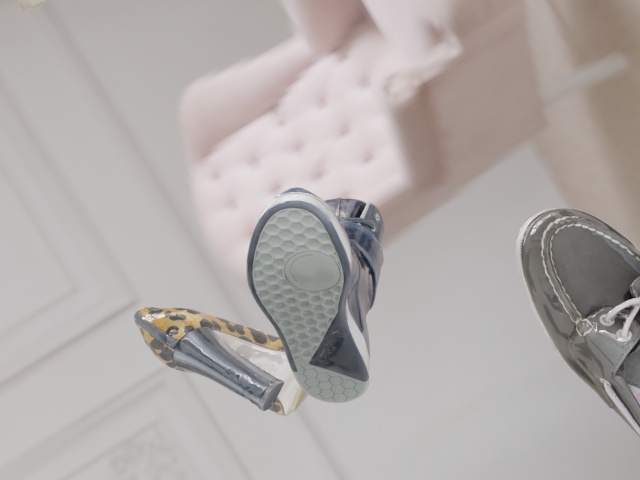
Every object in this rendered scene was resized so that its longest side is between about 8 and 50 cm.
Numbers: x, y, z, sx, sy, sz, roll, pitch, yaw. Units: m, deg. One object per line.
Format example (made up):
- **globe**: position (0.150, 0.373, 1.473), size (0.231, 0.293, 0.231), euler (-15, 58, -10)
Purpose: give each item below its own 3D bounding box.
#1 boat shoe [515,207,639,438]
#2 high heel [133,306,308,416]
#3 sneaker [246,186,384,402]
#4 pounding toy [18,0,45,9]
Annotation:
- **boat shoe**: position (0.277, 0.111, 1.492), size (0.335, 0.112, 0.095), euler (57, 158, -5)
- **high heel**: position (-0.098, 0.121, 2.195), size (0.186, 0.093, 0.261), euler (30, -173, 14)
- **sneaker**: position (-0.002, 0.001, 1.564), size (0.226, 0.086, 0.163), euler (77, -165, -47)
- **pounding toy**: position (-0.225, -0.255, 1.696), size (0.130, 0.141, 0.100), euler (-83, -31, -65)
